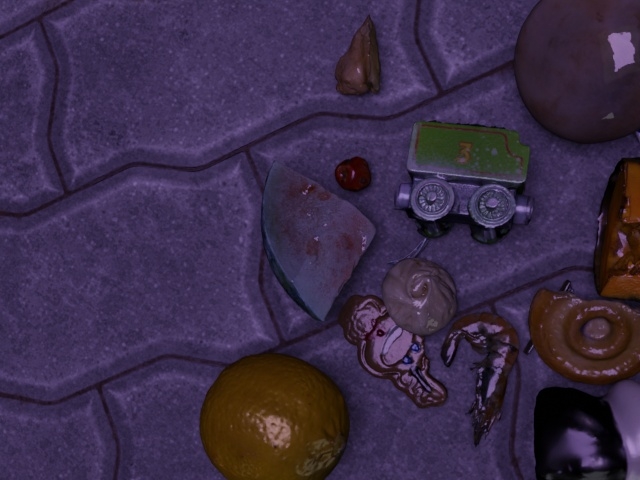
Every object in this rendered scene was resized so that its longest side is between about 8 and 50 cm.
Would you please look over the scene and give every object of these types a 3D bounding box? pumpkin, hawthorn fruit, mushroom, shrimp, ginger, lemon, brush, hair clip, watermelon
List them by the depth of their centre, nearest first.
[{"bbox_3d":[0.688,-0.022,1.745,0.225,0.256,0.303,14,129,8],"label":"pumpkin"},{"bbox_3d":[0.601,-0.387,1.818,0.362,0.294,0.362,6,99,44],"label":"mushroom"},{"bbox_3d":[-0.103,0.407,1.879,0.336,0.336,0.336,-1,84,14],"label":"lemon"},{"bbox_3d":[0.512,0.175,1.888,0.027,0.034,0.190,31,91,-1],"label":"brush"},{"bbox_3d":[0.342,0.305,1.908,0.169,0.058,0.296,14,84,22],"label":"shrimp"},{"bbox_3d":[0.000,0.000,1.947,0.258,0.228,0.387,-17,72,3],"label":"watermelon"},{"bbox_3d":[0.204,0.032,1.977,0.115,0.030,0.039,-42,75,6],"label":"hair clip"},{"bbox_3d":[0.075,-0.156,1.998,0.093,0.093,0.093,-1,84,14],"label":"hawthorn fruit"},{"bbox_3d":[0.087,-0.437,2.020,0.123,0.115,0.193,-6,71,29],"label":"ginger"}]

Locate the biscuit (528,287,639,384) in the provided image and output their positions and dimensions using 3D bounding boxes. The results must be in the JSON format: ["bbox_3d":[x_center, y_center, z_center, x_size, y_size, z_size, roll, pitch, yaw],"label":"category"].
[{"bbox_3d":[0.580,0.209,1.800,0.274,0.091,0.213,3,111,12],"label":"biscuit"}]

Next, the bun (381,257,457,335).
[{"bbox_3d":[0.230,0.117,1.904,0.183,0.102,0.183,3,71,-8],"label":"bun"}]

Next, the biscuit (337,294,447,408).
[{"bbox_3d":[0.176,0.250,1.957,0.183,0.047,0.320,-33,79,11],"label":"biscuit"}]

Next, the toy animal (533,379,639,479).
[{"bbox_3d":[0.604,0.419,1.738,0.310,0.251,0.251,-4,83,20],"label":"toy animal"}]

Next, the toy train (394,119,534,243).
[{"bbox_3d":[0.327,-0.132,1.899,0.307,0.173,0.249,8,78,15],"label":"toy train"}]

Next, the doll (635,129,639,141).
[{"bbox_3d":[0.703,-0.268,1.873,0.143,0.057,0.099,18,108,20],"label":"doll"}]
